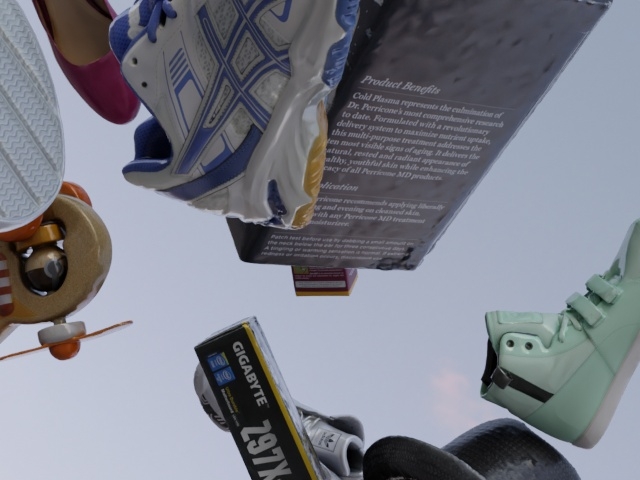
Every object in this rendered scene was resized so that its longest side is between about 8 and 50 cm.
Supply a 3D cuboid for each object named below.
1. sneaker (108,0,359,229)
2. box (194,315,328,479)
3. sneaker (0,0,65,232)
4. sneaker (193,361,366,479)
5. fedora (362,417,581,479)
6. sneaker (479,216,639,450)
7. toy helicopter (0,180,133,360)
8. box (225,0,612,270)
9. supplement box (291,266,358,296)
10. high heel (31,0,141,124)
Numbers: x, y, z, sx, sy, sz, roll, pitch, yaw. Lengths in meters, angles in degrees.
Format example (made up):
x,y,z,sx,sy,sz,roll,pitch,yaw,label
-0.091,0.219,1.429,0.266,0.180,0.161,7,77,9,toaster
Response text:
x,y,z,sx,sy,sz,roll,pitch,yaw,label
-0.050,-0.118,0.557,0.130,0.112,0.296,8,-46,-4,sneaker
-0.054,0.256,1.310,0.257,0.079,0.322,90,-24,-88,box
-0.218,-0.115,0.509,0.091,0.094,0.258,-22,-79,50,sneaker
-0.053,0.323,1.864,0.210,0.137,0.366,-6,-47,50,sneaker
0.196,0.306,1.141,0.334,0.152,0.334,40,-27,25,fedora
0.254,0.072,1.053,0.151,0.094,0.256,22,-86,-4,sneaker
-0.404,0.096,1.378,0.355,0.140,0.235,-45,-104,15,toy helicopter
0.041,-0.291,1.345,0.472,0.297,0.480,-57,-138,38,box
0.000,0.000,1.849,0.104,0.081,0.188,-1,-66,15,supplement box
-0.376,-0.348,1.516,0.377,0.127,0.181,62,3,7,high heel
